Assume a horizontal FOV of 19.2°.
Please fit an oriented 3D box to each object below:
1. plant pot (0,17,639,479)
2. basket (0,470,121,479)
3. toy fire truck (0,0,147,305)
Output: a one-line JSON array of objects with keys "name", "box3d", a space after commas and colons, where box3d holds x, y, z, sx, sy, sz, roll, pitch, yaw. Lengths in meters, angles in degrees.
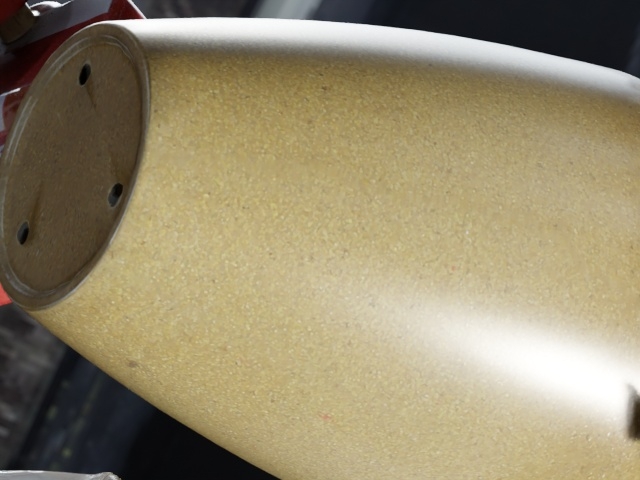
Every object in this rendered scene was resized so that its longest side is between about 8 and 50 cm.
[{"name": "plant pot", "box3d": [0.000, 0.000, 0.806, 0.237, 0.254, 0.237, -26, -125, 45]}, {"name": "basket", "box3d": [-0.148, 0.136, 0.645, 0.113, 0.167, 0.103, -173, -96, -80]}, {"name": "toy fire truck", "box3d": [-0.231, -0.038, 1.063, 0.302, 0.169, 0.254, -17, -143, 26]}]
